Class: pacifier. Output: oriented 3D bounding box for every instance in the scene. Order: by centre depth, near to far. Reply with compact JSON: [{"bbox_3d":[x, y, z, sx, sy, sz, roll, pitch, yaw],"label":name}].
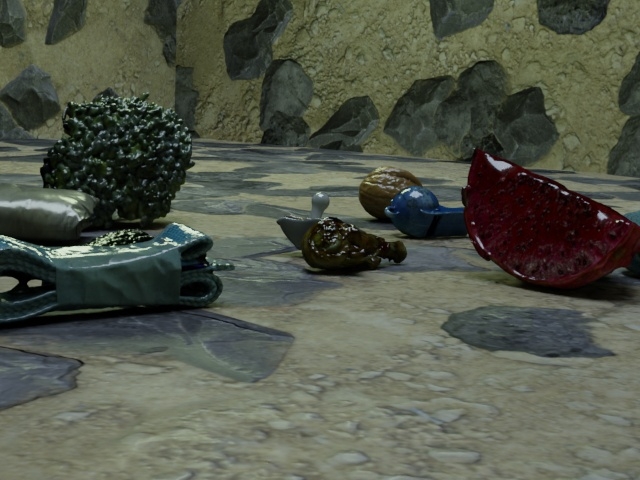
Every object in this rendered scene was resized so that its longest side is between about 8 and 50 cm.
[{"bbox_3d":[-0.005,-0.036,1.713,0.099,0.078,0.081,9,-11,43],"label":"pacifier"}]

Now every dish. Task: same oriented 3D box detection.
[{"bbox_3d":[0.000,0.000,1.551,0.137,0.039,0.091,8,-14,17],"label":"dish"}]

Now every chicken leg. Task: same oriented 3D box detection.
[{"bbox_3d":[0.053,0.011,1.473,0.178,0.070,0.093,8,6,-45],"label":"chicken leg"}]

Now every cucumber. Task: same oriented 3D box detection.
[{"bbox_3d":[-0.246,0.018,1.330,0.058,0.058,0.187,4,8,8],"label":"cucumber"}]

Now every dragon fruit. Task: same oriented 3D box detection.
[{"bbox_3d":[0.321,0.000,1.449,0.211,0.134,0.262,11,16,-44],"label":"dragon fruit"}]

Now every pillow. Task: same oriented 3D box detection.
[{"bbox_3d":[-0.416,-0.036,1.594,0.181,0.078,0.134,5,11,-7],"label":"pillow"}]

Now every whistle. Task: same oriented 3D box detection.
[{"bbox_3d":[0.171,-0.048,1.816,0.157,0.090,0.090,-3,10,-33],"label":"whistle"}]

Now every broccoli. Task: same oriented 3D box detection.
[{"bbox_3d":[-0.346,-0.104,1.836,0.288,0.248,0.245,-14,-21,-30],"label":"broccoli"}]

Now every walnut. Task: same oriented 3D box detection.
[{"bbox_3d":[0.131,-0.082,2.004,0.124,0.105,0.105,18,9,2],"label":"walnut"}]

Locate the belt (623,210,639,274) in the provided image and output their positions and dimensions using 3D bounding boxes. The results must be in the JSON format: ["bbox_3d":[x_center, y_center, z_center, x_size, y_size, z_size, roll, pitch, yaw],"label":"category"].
[{"bbox_3d":[0.493,0.010,1.509,0.147,0.082,0.163,-17,25,-34],"label":"belt"}]

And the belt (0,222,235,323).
[{"bbox_3d":[-0.229,0.032,1.131,0.302,0.087,0.072,-4,7,-37],"label":"belt"}]
